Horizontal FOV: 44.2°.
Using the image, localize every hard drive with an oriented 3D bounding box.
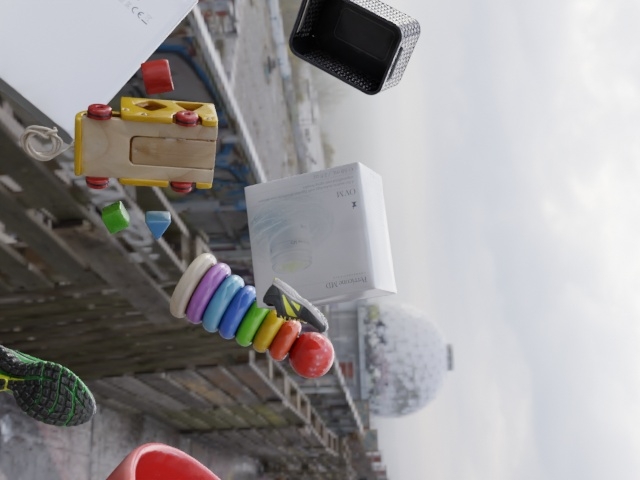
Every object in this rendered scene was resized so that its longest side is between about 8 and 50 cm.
[{"bbox_3d":[-0.340,-0.313,1.121,0.040,0.203,0.307,-21,-148,58],"label":"hard drive"}]

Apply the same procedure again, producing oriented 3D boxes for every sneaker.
[{"bbox_3d":[-0.677,0.337,1.892,0.134,0.343,0.146,-64,164,-7],"label":"sneaker"},{"bbox_3d":[-0.027,0.077,0.851,0.035,0.083,0.031,-50,155,-4],"label":"sneaker"}]

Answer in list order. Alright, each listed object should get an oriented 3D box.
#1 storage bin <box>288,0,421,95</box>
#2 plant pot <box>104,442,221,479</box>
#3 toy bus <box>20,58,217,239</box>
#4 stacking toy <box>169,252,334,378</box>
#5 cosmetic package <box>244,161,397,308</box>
[{"bbox_3d":[0.054,-0.328,1.269,0.084,0.180,0.122,-35,152,-55],"label":"storage bin"},{"bbox_3d":[-0.166,0.359,0.696,0.275,0.243,0.275,50,0,0],"label":"plant pot"},{"bbox_3d":[-0.221,-0.124,0.960,0.202,0.191,0.104,49,9,-29],"label":"toy bus"},{"bbox_3d":[-0.121,0.159,1.533,0.141,0.330,0.141,-60,174,-10],"label":"stacking toy"},{"bbox_3d":[0.000,0.000,1.410,0.138,0.224,0.224,15,65,-67],"label":"cosmetic package"}]
